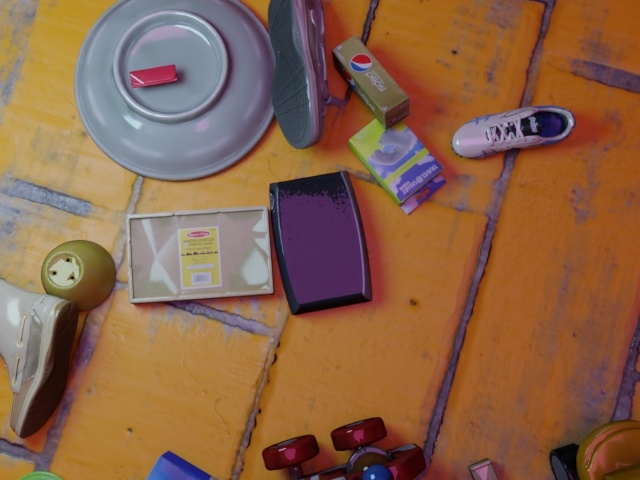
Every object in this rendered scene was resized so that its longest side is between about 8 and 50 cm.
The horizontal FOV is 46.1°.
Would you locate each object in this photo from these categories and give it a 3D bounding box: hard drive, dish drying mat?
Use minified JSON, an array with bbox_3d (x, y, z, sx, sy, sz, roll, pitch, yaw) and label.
[{"bbox_3d":[0.000,0.000,1.399,0.171,0.054,0.255,-10,82,-3],"label":"hard drive"},{"bbox_3d":[-0.302,-0.297,1.359,0.083,0.008,0.032,-10,81,-2],"label":"dish drying mat"}]

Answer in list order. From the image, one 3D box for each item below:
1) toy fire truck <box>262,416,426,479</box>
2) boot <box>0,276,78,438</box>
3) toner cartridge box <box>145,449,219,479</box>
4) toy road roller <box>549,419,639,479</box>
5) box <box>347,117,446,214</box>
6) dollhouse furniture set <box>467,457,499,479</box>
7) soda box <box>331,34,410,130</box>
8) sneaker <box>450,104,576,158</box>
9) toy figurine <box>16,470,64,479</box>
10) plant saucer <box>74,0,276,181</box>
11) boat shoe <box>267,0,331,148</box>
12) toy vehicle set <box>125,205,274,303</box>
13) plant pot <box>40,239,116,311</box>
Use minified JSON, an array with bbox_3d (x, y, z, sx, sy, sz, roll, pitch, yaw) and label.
[{"bbox_3d":[0.031,0.406,1.238,0.302,0.254,0.170,-15,82,-3],"label":"toy fire truck"},{"bbox_3d":[-0.554,0.200,1.337,0.203,0.095,0.262,19,102,14],"label":"boot"},{"bbox_3d":[-0.292,0.561,1.298,0.165,0.075,0.348,29,82,4],"label":"toner cartridge box"},{"bbox_3d":[0.539,0.465,1.248,0.202,0.240,0.330,-16,82,-3],"label":"toy road roller"},{"bbox_3d":[0.148,-0.151,1.432,0.109,0.042,0.178,-39,83,-6],"label":"box"},{"bbox_3d":[0.266,0.501,1.306,0.160,0.101,0.182,-21,83,-4],"label":"dollhouse furniture set"},{"bbox_3d":[0.094,-0.298,1.417,0.058,0.061,0.181,-33,67,-6],"label":"soda box"},{"bbox_3d":[0.365,-0.210,1.424,0.237,0.086,0.085,-12,84,-2],"label":"sneaker"},{"bbox_3d":[-0.510,0.487,1.262,0.130,0.159,0.173,27,82,3],"label":"toy figurine"},{"bbox_3d":[-0.274,-0.316,1.418,0.400,0.100,0.401,0,81,-1],"label":"plant saucer"},{"bbox_3d":[-0.027,-0.326,1.418,0.103,0.118,0.321,3,72,-37],"label":"boat shoe"},{"bbox_3d":[-0.223,0.027,1.399,0.266,0.035,0.166,-3,82,-2],"label":"toy vehicle set"},{"bbox_3d":[-0.448,0.058,1.359,0.134,0.095,0.134,0,81,-2],"label":"plant pot"}]
